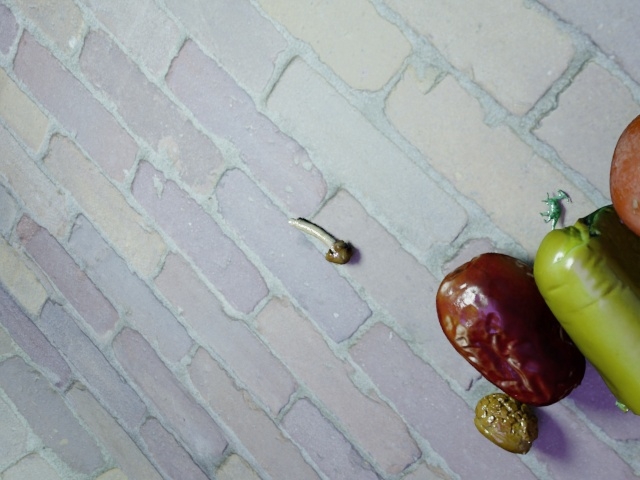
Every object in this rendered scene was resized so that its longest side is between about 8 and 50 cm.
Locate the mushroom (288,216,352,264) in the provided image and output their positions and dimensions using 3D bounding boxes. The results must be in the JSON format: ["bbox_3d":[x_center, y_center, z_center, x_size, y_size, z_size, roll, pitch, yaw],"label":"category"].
[{"bbox_3d":[0.000,0.000,1.519,0.187,0.060,0.061,36,137,27],"label":"mushroom"}]

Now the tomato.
[{"bbox_3d":[0.594,-0.094,0.967,0.264,0.265,0.265,11,111,29],"label":"tomato"}]

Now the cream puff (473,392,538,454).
[{"bbox_3d":[0.403,0.386,1.352,0.143,0.126,0.103,28,104,11],"label":"cream puff"}]

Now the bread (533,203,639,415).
[{"bbox_3d":[0.540,0.121,1.112,0.377,0.251,0.208,54,142,2],"label":"bread"}]

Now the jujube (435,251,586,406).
[{"bbox_3d":[0.378,0.174,1.250,0.318,0.223,0.223,51,125,3],"label":"jujube"}]

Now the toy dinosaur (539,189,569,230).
[{"bbox_3d":[0.462,-0.057,1.227,0.062,0.021,0.083,-35,85,22],"label":"toy dinosaur"}]
